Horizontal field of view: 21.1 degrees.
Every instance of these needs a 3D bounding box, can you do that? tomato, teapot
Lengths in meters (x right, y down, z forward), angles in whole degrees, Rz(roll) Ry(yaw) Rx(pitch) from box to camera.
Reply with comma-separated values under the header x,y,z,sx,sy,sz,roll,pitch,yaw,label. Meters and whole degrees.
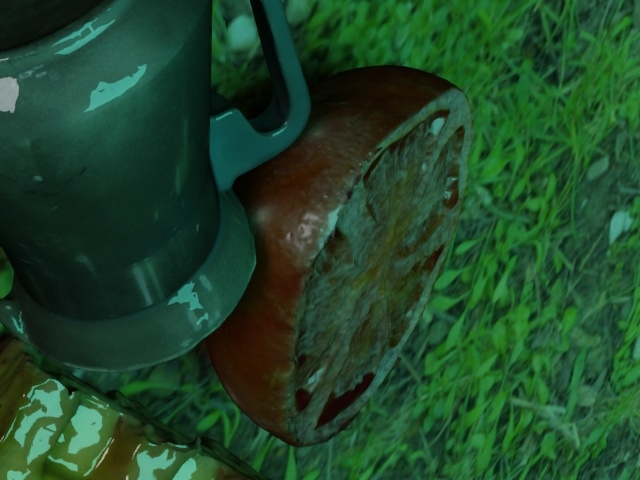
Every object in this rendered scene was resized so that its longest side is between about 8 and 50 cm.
x,y,z,sx,sy,sz,roll,pitch,yaw,label
0.000,0.000,1.011,0.237,0.095,0.237,-52,156,-35,tomato
-0.104,-0.061,0.820,0.203,0.171,0.225,-32,141,-14,teapot

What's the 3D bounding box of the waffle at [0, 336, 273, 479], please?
x,y,z,sx,sy,sz,roll,pitch,yaw,label
-0.122,0.250,0.983,0.348,0.077,0.304,36,83,-36,waffle
